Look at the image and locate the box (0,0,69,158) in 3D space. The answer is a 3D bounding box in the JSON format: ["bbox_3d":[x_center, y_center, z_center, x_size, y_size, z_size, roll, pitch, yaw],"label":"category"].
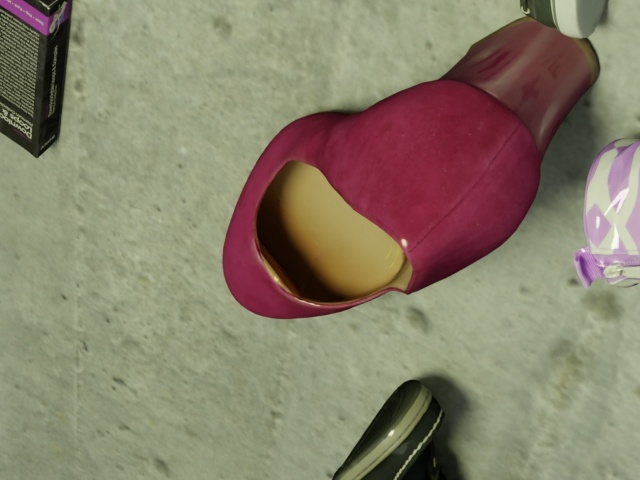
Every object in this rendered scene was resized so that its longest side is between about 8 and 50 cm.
[{"bbox_3d":[-0.234,-0.145,1.168,0.116,0.029,0.162,34,142,12],"label":"box"}]

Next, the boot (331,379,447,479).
[{"bbox_3d":[0.095,0.201,1.169,0.178,0.085,0.236,35,150,7],"label":"boot"}]

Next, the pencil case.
[{"bbox_3d":[0.226,-0.011,0.822,0.206,0.088,0.086,0,128,43],"label":"pencil case"}]

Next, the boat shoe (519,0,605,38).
[{"bbox_3d":[0.114,-0.161,0.807,0.040,0.049,0.142,20,141,29],"label":"boat shoe"}]

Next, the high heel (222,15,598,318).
[{"bbox_3d":[0.000,0.000,0.964,0.127,0.181,0.377,44,144,-2],"label":"high heel"}]
